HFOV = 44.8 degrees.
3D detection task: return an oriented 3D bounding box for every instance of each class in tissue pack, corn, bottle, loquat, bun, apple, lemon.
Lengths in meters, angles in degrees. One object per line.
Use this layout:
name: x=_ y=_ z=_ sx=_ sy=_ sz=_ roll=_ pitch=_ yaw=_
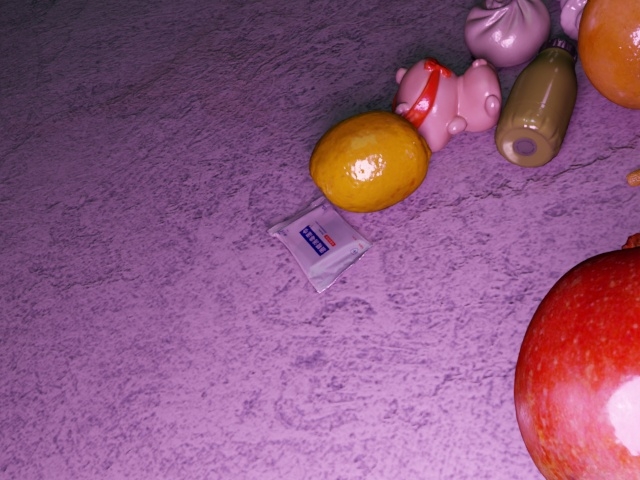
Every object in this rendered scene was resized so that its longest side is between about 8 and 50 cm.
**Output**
tissue pack: x=0.000 y=0.000 z=1.333 sx=0.122 sy=0.026 sz=0.193 roll=-34 pitch=43 yaw=-9
corn: x=0.516 y=-0.105 z=1.200 sx=0.083 sy=0.027 sz=0.028 roll=-17 pitch=26 yaw=12
bottle: x=0.384 y=-0.247 z=1.339 sx=0.112 sy=0.112 sz=0.260 roll=6 pitch=51 yaw=29
loquat: x=0.550 y=-0.338 z=1.247 sx=0.262 sy=0.263 sz=0.263 roll=-13 pitch=44 yaw=13
bun: x=0.365 y=-0.430 z=1.527 sx=0.172 sy=0.120 sz=0.173 roll=-12 pitch=46 yaw=12
apple: x=0.377 y=0.143 z=0.791 sx=0.348 sy=0.348 sz=0.277 roll=-2 pitch=65 yaw=23
lemon: x=0.086 y=-0.134 z=1.321 sx=0.207 sy=0.170 sz=0.170 roll=-24 pitch=42 yaw=2

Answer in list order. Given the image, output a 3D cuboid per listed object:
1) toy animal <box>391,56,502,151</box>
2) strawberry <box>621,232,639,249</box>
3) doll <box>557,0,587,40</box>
toy animal: x=0.225 y=-0.251 z=1.394 sx=0.197 sy=0.171 sz=0.171 roll=-1 pitch=47 yaw=14
strawberry: x=0.451 y=0.046 z=1.067 sx=0.103 sy=0.048 sz=0.152 roll=-5 pitch=32 yaw=30
doll: x=0.510 y=-0.484 z=1.516 sx=0.119 sy=0.138 sz=0.293 roll=-49 pitch=25 yaw=37
